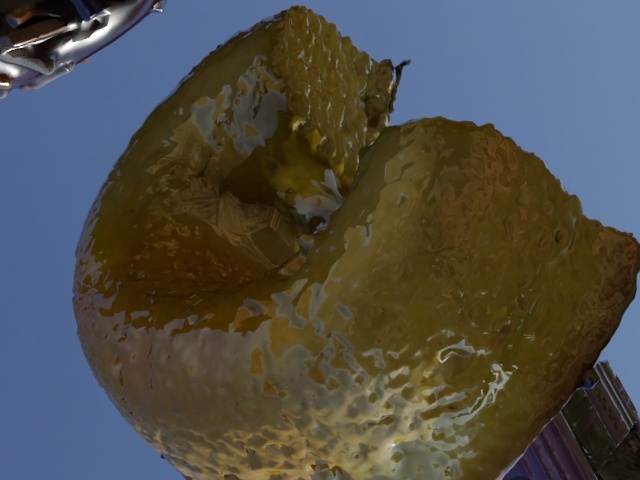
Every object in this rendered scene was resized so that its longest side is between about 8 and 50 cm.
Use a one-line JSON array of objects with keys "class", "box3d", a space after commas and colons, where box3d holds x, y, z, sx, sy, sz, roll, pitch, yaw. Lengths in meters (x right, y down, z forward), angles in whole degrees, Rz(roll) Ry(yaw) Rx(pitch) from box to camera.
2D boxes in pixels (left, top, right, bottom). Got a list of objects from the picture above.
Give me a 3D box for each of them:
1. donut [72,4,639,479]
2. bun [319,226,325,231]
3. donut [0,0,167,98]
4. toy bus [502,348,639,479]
[{"class": "donut", "box3d": [-0.009, 0.008, 0.434, 0.078, 0.146, 0.181, 42, -177, -42]}, {"class": "bun", "box3d": [-0.008, 0.044, 1.244, 0.239, 0.141, 0.239, 2, -107, -6]}, {"class": "donut", "box3d": [-0.117, -0.141, 0.468, 0.235, 0.235, 0.089, 4, -150, -39]}, {"class": "toy bus", "box3d": [0.105, 0.108, 0.703, 0.178, 0.087, 0.098, 61, -149, -4]}]
